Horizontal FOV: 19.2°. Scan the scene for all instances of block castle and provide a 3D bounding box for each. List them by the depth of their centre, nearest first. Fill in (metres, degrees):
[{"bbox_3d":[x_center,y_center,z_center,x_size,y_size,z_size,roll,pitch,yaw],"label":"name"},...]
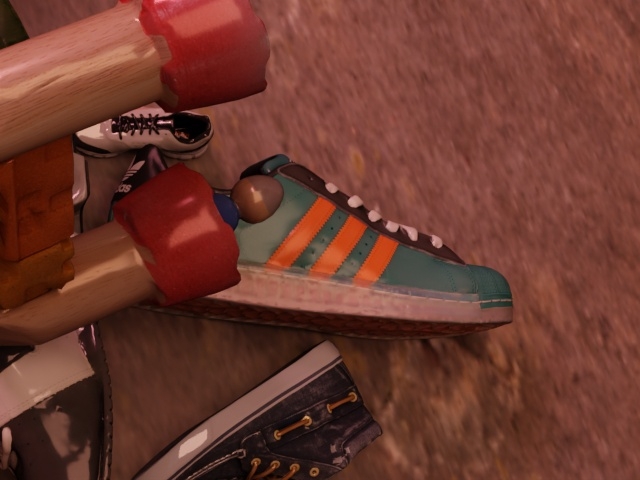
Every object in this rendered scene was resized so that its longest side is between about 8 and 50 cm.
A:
[{"bbox_3d":[-0.188,-0.192,1.143,0.213,0.303,0.453,-23,65,-19],"label":"block castle"}]

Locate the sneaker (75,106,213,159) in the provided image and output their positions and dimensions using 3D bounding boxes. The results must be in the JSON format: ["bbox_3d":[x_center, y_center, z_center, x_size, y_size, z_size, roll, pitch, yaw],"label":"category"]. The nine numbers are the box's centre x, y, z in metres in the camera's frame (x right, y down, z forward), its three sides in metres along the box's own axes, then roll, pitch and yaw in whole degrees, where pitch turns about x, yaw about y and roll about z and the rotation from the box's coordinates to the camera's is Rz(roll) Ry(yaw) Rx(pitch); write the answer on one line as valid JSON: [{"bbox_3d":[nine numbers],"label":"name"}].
[{"bbox_3d":[-0.127,-0.081,1.344,0.109,0.044,0.040,0,78,-21],"label":"sneaker"}]

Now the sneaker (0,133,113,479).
[{"bbox_3d":[-0.217,0.070,1.228,0.146,0.122,0.330,-2,66,-22],"label":"sneaker"}]

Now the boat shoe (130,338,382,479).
[{"bbox_3d":[-0.039,0.146,1.305,0.183,0.065,0.083,-33,88,-27],"label":"boat shoe"}]

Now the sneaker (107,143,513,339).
[{"bbox_3d":[0.000,0.000,1.338,0.302,0.108,0.121,9,77,-19],"label":"sneaker"}]
